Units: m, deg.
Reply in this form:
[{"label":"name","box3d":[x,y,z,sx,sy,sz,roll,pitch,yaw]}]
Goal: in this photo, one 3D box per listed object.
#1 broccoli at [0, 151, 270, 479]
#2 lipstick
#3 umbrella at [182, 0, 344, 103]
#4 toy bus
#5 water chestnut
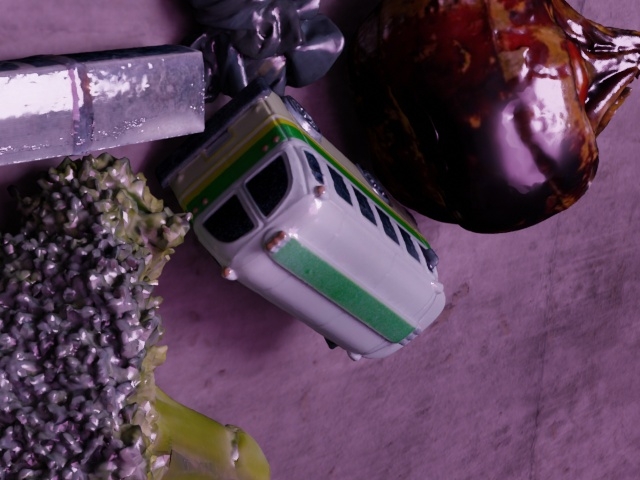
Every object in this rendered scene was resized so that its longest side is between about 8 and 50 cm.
[{"label":"broccoli","box3d":[-0.190,0.187,0.870,0.353,0.275,0.397,-33,142,-24]},{"label":"lipstick","box3d":[-0.218,-0.097,0.823,0.289,0.077,0.076,-17,114,-42]},{"label":"umbrella","box3d":[-0.075,-0.260,0.878,0.143,0.094,0.349,-25,133,-18]},{"label":"toy bus","box3d":[0.000,0.000,0.992,0.133,0.165,0.276,-40,138,12]},{"label":"water chestnut","box3d":[0.167,-0.140,1.085,0.244,0.289,0.289,-29,122,-26]}]
